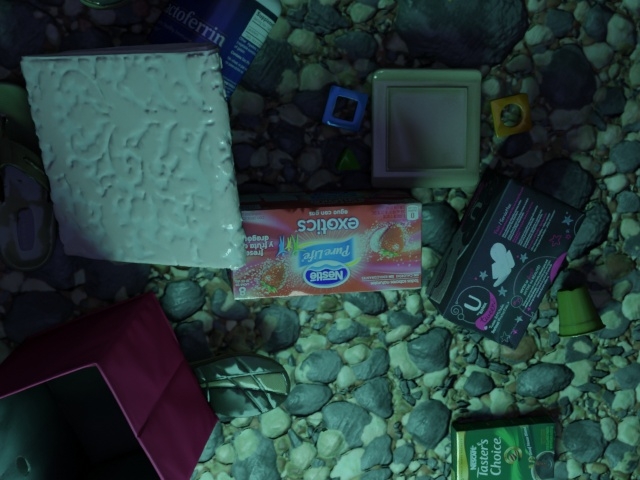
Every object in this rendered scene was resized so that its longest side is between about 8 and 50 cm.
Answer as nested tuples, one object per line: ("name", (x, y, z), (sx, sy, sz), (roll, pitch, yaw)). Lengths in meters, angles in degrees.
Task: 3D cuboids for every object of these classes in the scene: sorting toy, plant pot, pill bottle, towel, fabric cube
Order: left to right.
("fabric cube", (-0.341, 0.270, 1.545), (0.254, 0.258, 0.259), (-22, 105, 15))
("towel", (-0.268, -0.121, 1.502), (0.317, 0.053, 0.331), (3, 115, 22))
("pill bottle", (-0.152, -0.332, 1.528), (0.153, 0.153, 0.264), (30, 95, -14))
("sorting toy", (0.171, -0.183, 1.665), (0.348, 0.047, 0.196), (-1, 102, -8))
("plant pot", (0.441, 0.118, 1.764), (0.083, 0.083, 0.079), (-14, 91, -6))

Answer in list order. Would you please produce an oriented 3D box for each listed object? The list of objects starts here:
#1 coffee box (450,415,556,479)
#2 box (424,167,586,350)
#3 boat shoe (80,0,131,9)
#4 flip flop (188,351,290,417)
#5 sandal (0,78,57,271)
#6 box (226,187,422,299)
("coffee box", (0.323, 0.375, 1.814), (0.184, 0.040, 0.113), (-2, 103, -8))
("box", (0.292, 0.024, 1.670), (0.142, 0.163, 0.247), (26, 97, -10))
("boat shoe", (-0.205, -0.449, 1.403), (0.132, 0.130, 0.355), (44, 96, -13))
("flip flop", (-0.186, 0.242, 1.693), (0.277, 0.080, 0.112), (-13, 103, 10))
("sandal", (-0.458, -0.096, 1.566), (0.120, 0.086, 0.302), (-7, 103, -7))
("box", (0.000, 0.000, 1.626), (0.300, 0.154, 0.142), (-3, 103, -9))
